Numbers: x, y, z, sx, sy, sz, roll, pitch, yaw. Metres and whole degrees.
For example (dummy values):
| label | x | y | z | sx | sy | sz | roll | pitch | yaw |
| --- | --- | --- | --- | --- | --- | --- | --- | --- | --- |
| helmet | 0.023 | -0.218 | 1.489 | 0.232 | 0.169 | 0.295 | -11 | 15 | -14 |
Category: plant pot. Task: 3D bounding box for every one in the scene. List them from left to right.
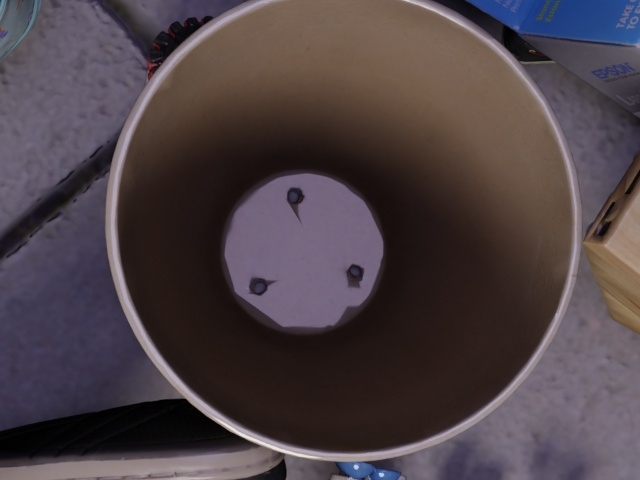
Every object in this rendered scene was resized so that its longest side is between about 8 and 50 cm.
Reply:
| label | x | y | z | sx | sy | sz | roll | pitch | yaw |
| --- | --- | --- | --- | --- | --- | --- | --- | --- | --- |
| plant pot | 0.000 | 0.000 | 0.769 | 0.256 | 0.274 | 0.257 | 1 | 85 | -6 |

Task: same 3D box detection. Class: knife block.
| label | x | y | z | sx | sy | sz | roll | pitch | yaw |
| --- | --- | --- | --- | --- | --- | --- | --- | --- | --- |
| knife block | 0.318 | 0.056 | 0.823 | 0.242 | 0.276 | 0.088 | 29 | 82 | 27 |

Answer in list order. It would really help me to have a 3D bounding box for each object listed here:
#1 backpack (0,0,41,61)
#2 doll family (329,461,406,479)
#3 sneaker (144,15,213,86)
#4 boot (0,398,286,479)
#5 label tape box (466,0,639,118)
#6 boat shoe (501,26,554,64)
| label | x | y | z | sx | sy | sz | roll | pitch | yaw |
| --- | --- | --- | --- | --- | --- | --- | --- | --- | --- |
| backpack | -0.285 | -0.168 | 0.811 | 0.188 | 0.144 | 0.166 | -32 | 88 | 15 |
| doll family | 0.069 | 0.255 | 0.854 | 0.263 | 0.118 | 0.163 | 18 | 77 | -22 |
| sneaker | -0.022 | -0.116 | 0.879 | 0.225 | 0.093 | 0.088 | -4 | 62 | -21 |
| boot | -0.168 | 0.264 | 0.762 | 0.377 | 0.138 | 0.284 | -14 | 90 | 17 |
| label tape box | 0.294 | -0.204 | 0.871 | 0.333 | 0.106 | 0.241 | 30 | 83 | -15 |
| boat shoe | 0.207 | -0.164 | 0.922 | 0.133 | 0.042 | 0.049 | -10 | 84 | -8 |
